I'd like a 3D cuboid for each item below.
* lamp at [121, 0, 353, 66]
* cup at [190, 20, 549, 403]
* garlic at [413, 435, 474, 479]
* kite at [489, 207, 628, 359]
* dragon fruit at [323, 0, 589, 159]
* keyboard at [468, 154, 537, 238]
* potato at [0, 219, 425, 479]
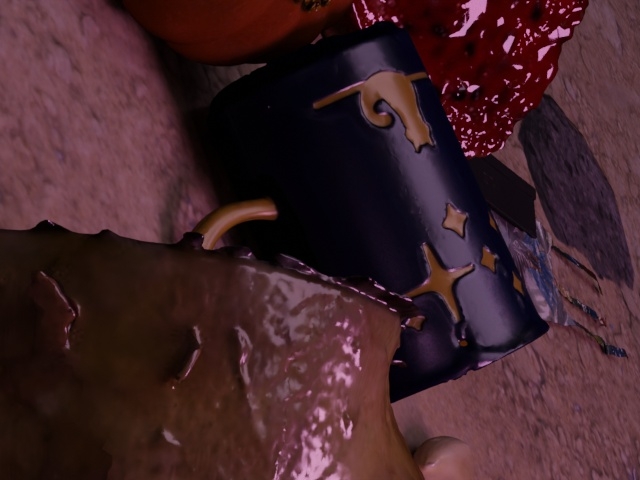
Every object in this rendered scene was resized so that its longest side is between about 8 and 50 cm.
[{"bbox_3d":[-0.055,-0.233,1.258,0.223,0.196,0.223,-20,118,-43],"label":"lamp"},{"bbox_3d":[0.020,-0.009,1.254,0.256,0.178,0.255,66,23,0],"label":"cup"},{"bbox_3d":[0.102,0.186,1.425,0.083,0.041,0.053,58,30,-38],"label":"garlic"},{"bbox_3d":[0.249,0.030,1.883,0.310,0.015,0.169,28,45,-54],"label":"kite"},{"bbox_3d":[0.039,-0.255,1.612,0.329,0.228,0.286,14,22,-38],"label":"dragon fruit"},{"bbox_3d":[0.167,-0.061,1.780,0.195,0.018,0.060,32,48,-48],"label":"keyboard"},{"bbox_3d":[-0.082,0.150,0.856,0.301,0.288,0.237,105,-7,-70],"label":"potato"}]
